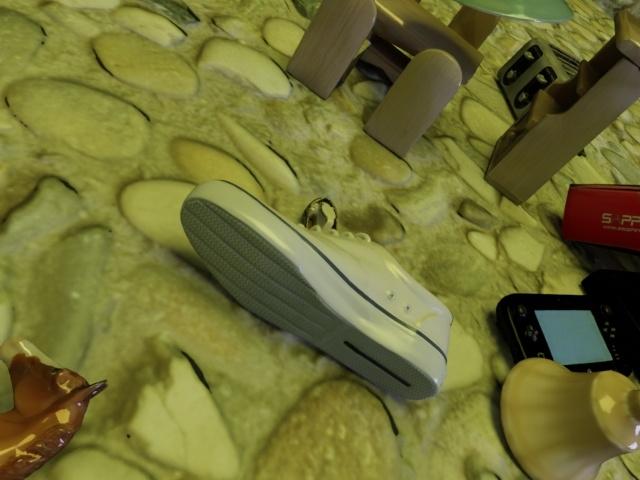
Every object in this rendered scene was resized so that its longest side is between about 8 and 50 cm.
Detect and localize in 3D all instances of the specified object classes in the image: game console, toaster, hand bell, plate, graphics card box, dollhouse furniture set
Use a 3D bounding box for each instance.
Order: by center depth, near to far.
[{"bbox_3d":[0.273,0.128,0.432,0.126,0.242,0.126,12,61,-23],"label":"hand bell"},{"bbox_3d":[0.352,0.128,0.660,0.361,0.044,0.213,4,51,-33],"label":"game console"},{"bbox_3d":[0.223,-0.312,0.681,0.188,0.024,0.188,8,38,-6],"label":"plate"},{"bbox_3d":[0.226,-0.283,0.782,0.394,0.256,0.362,38,40,-1],"label":"dollhouse furniture set"},{"bbox_3d":[0.571,-0.006,0.809,0.371,0.233,0.094,8,93,-31],"label":"graphics card box"},{"bbox_3d":[0.455,-0.279,1.060,0.186,0.110,0.168,18,45,-23],"label":"toaster"}]

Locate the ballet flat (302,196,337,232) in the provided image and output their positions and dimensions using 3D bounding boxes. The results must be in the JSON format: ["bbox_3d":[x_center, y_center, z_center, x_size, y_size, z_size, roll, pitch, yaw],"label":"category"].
[{"bbox_3d":[0.000,0.000,0.522,0.041,0.041,0.114,20,44,-20],"label":"ballet flat"}]

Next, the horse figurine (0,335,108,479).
[{"bbox_3d":[-0.243,0.115,0.219,0.174,0.066,0.263,33,38,2],"label":"horse figurine"}]

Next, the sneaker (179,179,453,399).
[{"bbox_3d":[0.004,0.030,0.459,0.258,0.094,0.091,39,48,-16],"label":"sneaker"}]
